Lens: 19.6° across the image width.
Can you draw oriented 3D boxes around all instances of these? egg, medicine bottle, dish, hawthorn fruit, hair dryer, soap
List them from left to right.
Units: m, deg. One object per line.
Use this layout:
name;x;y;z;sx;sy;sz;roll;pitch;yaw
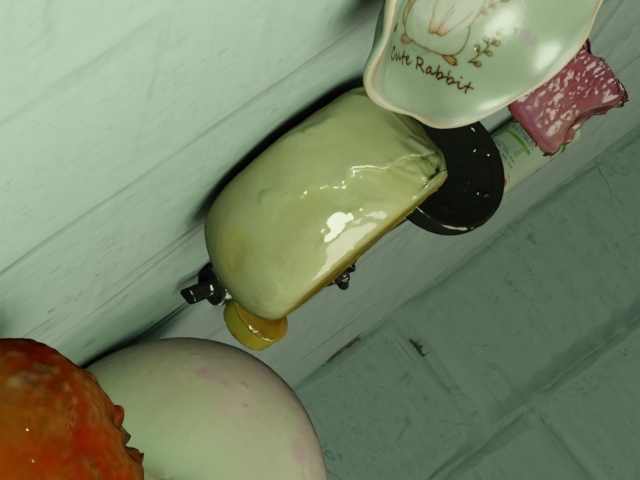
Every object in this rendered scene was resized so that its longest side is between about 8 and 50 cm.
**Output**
hawthorn fruit;-0.304;0.227;1.523;0.330;0.287;0.287;-22;169;-11
egg;-0.146;0.260;2.074;0.354;0.354;0.340;-46;-174;42
hair dryer;0.017;0.007;2.054;0.320;0.156;0.284;-35;-173;43
dish;0.121;-0.198;1.498;0.229;0.081;0.229;-20;143;-16
medicine bottle;0.280;-0.128;2.672;0.183;0.086;0.086;-35;171;-22
soap;0.197;-0.176;1.710;0.112;0.182;0.289;-40;176;7

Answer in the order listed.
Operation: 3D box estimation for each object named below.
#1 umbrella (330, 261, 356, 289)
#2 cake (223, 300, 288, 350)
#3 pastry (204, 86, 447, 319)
umbrella;0.017;0.011;2.377;0.066;0.059;0.235;5;163;-2
cake;-0.080;0.096;2.327;0.044;0.084;0.084;-42;172;35
pastry;0.003;-0.038;1.765;0.265;0.133;0.265;-38;173;-6
